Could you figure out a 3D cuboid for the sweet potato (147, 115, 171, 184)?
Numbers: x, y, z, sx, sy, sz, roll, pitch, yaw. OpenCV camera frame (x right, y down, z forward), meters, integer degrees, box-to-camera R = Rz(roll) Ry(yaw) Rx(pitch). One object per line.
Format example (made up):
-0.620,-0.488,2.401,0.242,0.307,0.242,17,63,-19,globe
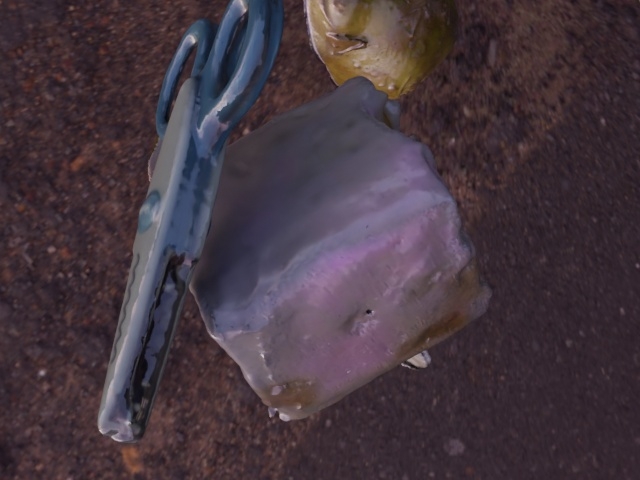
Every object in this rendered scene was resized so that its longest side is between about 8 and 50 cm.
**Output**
-0.241,-0.131,1.476,0.041,0.038,0.153,14,75,-13,sweet potato

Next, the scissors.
-0.086,-0.021,0.586,0.041,0.138,0.289,22,71,-33,scissors

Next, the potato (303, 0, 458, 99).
0.108,-0.363,1.501,0.196,0.300,0.246,6,72,21,potato

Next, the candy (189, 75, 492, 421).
0.000,0.000,0.664,0.195,0.185,0.137,-30,132,5,candy

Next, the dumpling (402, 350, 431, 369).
0.045,0.057,1.161,0.247,0.172,0.142,40,83,11,dumpling
